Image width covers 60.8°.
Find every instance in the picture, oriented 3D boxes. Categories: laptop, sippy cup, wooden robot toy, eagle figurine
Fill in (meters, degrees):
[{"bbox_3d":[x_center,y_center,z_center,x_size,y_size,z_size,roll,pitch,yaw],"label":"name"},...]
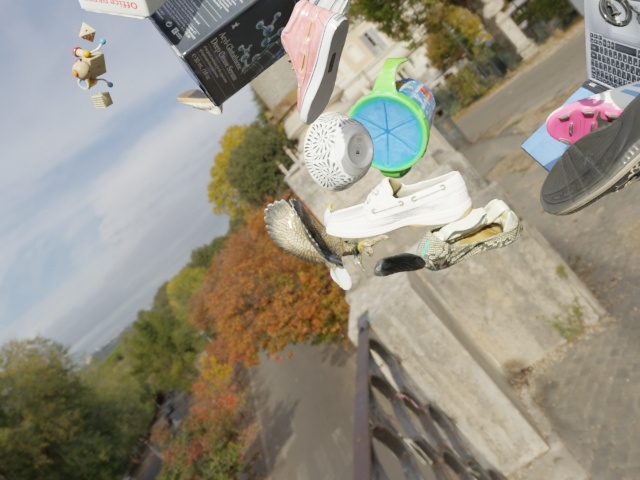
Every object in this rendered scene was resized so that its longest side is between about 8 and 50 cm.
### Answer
[{"bbox_3d":[0.696,-0.402,1.445,0.237,0.407,0.382,-16,29,4],"label":"laptop"},{"bbox_3d":[0.222,-0.349,1.559,0.224,0.240,0.305,-52,-2,-46],"label":"sippy cup"},{"bbox_3d":[-0.481,-0.345,1.109,0.079,0.076,0.173,-61,-18,-48],"label":"wooden robot toy"},{"bbox_3d":[-0.001,-0.009,1.552,0.226,0.299,0.225,-59,33,34],"label":"eagle figurine"}]

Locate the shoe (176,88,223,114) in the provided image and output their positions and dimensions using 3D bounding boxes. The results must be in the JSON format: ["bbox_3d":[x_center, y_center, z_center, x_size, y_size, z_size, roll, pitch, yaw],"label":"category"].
[{"bbox_3d":[-0.392,-0.449,1.777,0.219,0.058,0.076,19,47,40],"label":"shoe"}]

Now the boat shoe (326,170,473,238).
[{"bbox_3d":[0.131,-0.072,1.001,0.277,0.096,0.098,-11,23,22],"label":"boat shoe"}]

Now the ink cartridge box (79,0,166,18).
[{"bbox_3d":[-0.482,-0.669,1.241,0.272,0.197,0.114,87,-158,-47],"label":"ink cartridge box"}]

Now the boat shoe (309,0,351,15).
[{"bbox_3d":[0.038,-0.620,1.418,0.096,0.088,0.267,37,100,44],"label":"boat shoe"}]

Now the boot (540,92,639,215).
[{"bbox_3d":[0.658,-0.144,1.066,0.377,0.284,0.138,-51,30,39],"label":"boot"}]

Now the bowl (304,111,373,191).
[{"bbox_3d":[0.057,-0.185,1.128,0.170,0.170,0.080,-44,29,-27],"label":"bowl"}]

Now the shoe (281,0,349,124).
[{"bbox_3d":[-0.019,-0.271,0.838,0.063,0.081,0.178,-40,-24,-46],"label":"shoe"}]

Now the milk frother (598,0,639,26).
[{"bbox_3d":[0.544,-0.406,0.867,0.143,0.129,0.134,-24,-31,-23],"label":"milk frother"}]

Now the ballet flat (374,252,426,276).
[{"bbox_3d":[0.224,0.069,1.543,0.173,0.057,0.049,-3,-39,-29],"label":"ballet flat"}]

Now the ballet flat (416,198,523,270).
[{"bbox_3d":[0.531,-0.042,1.826,0.483,0.164,0.182,-19,-40,-28],"label":"ballet flat"}]

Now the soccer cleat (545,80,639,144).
[{"bbox_3d":[0.680,-0.291,1.210,0.332,0.116,0.143,-4,41,26],"label":"soccer cleat"}]

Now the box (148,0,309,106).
[{"bbox_3d":[-0.243,-0.628,1.552,0.395,0.212,0.293,-39,-15,-1],"label":"box"}]
